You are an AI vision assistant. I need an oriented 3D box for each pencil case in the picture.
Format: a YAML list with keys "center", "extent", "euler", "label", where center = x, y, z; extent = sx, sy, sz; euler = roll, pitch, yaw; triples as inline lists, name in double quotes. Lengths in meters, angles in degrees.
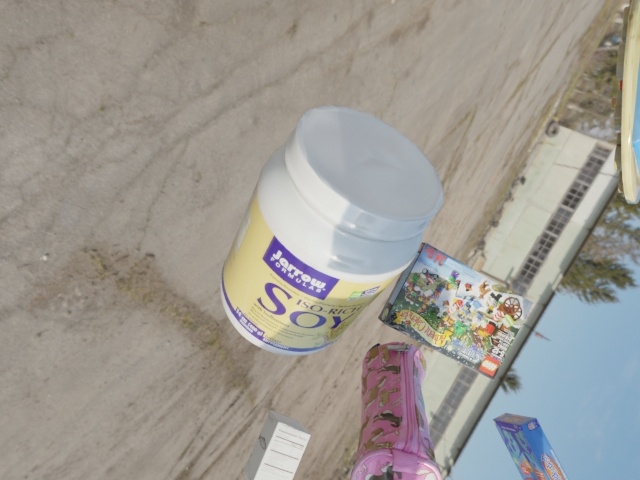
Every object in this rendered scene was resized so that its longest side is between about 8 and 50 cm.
- center: [0.151, 0.357, 0.836]
  extent: [0.160, 0.167, 0.386]
  euler: [-22, -169, 16]
  label: "pencil case"

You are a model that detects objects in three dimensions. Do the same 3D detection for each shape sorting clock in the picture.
- center: [0.321, -0.141, 0.421]
  extent: [0.206, 0.040, 0.207]
  euler: [-11, 105, -46]
  label: "shape sorting clock"

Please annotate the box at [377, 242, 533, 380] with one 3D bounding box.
- center: [0.243, 0.126, 0.745]
  extent: [0.159, 0.233, 0.044]
  euler: [-62, -173, -2]
  label: "box"

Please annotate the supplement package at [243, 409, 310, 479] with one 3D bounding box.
- center: [-0.120, 0.581, 1.128]
  extent: [0.180, 0.105, 0.105]
  euler: [-66, -164, -12]
  label: "supplement package"

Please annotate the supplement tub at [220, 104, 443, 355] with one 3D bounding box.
- center: [0.000, 0.000, 0.615]
  extent: [0.241, 0.241, 0.331]
  euler: [-38, 166, -44]
  label: "supplement tub"

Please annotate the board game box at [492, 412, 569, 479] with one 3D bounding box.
- center: [0.511, 0.528, 0.981]
  extent: [0.047, 0.210, 0.160]
  euler: [-22, 162, -8]
  label: "board game box"
